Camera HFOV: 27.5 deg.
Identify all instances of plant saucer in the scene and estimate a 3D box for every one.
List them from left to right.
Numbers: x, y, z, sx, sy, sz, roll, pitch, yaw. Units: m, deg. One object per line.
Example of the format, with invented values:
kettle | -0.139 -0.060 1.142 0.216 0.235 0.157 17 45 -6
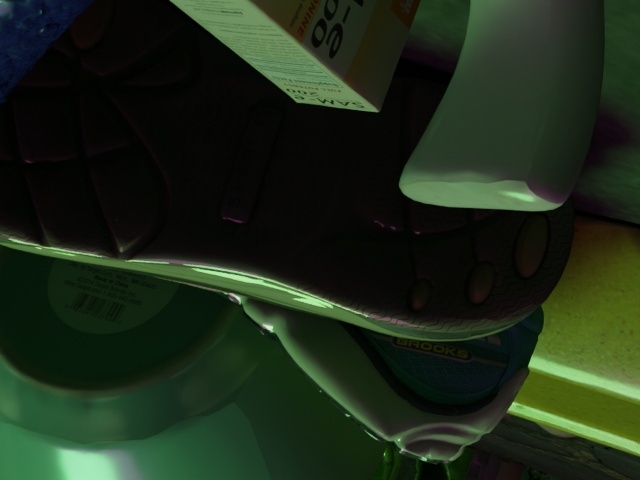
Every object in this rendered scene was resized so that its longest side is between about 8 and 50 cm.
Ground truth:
plant saucer | 0.179 0.073 0.793 0.333 0.081 0.333 15 169 33

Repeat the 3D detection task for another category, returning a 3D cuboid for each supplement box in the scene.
supplement box | -0.010 -0.087 0.383 0.036 0.062 0.098 12 167 38

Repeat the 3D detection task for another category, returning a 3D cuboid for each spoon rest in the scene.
spoon rest | -0.028 -0.119 0.264 0.276 0.084 0.137 44 158 -32

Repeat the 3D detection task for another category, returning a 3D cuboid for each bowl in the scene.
bowl | -0.111 0.066 0.872 0.311 0.311 0.163 17 150 23

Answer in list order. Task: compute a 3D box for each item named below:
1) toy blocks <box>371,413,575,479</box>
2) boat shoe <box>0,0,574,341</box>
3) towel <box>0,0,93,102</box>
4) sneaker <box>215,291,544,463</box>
toy blocks | 0.101 0.219 1.166 0.309 0.288 0.260 10 169 46
boat shoe | -0.064 -0.031 0.601 0.355 0.132 0.130 21 170 10
towel | -0.221 -0.091 0.429 0.228 0.076 0.308 31 136 -26
sneaker | 0.000 0.000 0.701 0.275 0.110 0.107 39 -176 23
